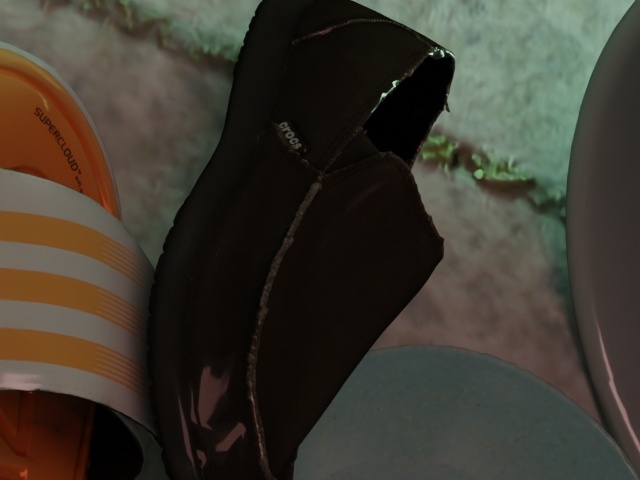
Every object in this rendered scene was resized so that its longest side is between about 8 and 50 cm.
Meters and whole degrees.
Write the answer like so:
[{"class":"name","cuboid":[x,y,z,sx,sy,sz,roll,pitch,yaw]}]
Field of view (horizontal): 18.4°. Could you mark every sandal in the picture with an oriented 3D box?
[{"class":"sandal","cuboid":[-0.089,0.066,0.613,0.102,0.076,0.265,15,73,-44]}]

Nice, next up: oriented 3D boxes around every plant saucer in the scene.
[{"class":"plant saucer","cuboid":[0.036,0.134,0.684,0.195,0.037,0.195,6,75,-23]}]

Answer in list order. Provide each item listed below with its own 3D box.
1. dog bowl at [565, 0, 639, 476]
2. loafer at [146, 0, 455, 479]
[{"class":"dog bowl","cuboid":[0.204,0.018,0.661,0.104,0.265,0.264,-16,84,-28]},{"class":"loafer","cuboid":[0.000,0.000,0.645,0.078,0.080,0.220,4,55,13]}]
